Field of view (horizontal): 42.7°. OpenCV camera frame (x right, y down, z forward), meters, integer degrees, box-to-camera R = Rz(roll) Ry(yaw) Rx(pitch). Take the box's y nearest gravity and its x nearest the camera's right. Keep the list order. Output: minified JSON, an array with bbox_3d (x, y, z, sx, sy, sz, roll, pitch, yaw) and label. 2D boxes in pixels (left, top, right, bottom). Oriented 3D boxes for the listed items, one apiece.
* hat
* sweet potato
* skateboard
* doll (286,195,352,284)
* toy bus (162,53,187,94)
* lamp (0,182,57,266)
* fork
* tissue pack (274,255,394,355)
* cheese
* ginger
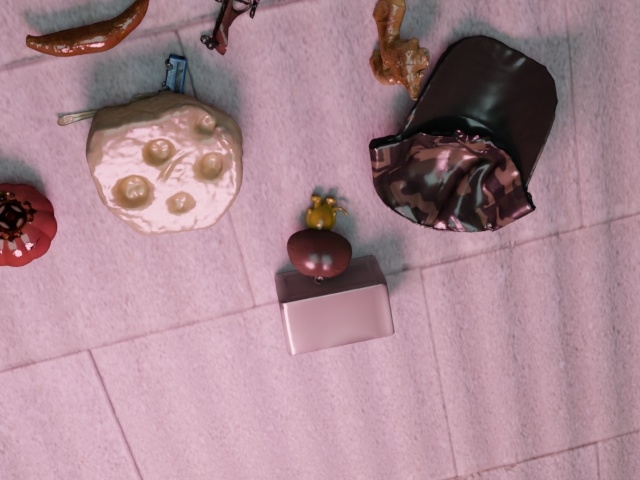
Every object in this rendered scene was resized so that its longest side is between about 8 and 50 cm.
[{"bbox_3d":[0.314,-0.223,1.762,0.366,0.257,0.381,27,73,-3],"label":"hat"},{"bbox_3d":[-0.440,-0.403,1.592,0.256,0.058,0.078,-21,96,-3],"label":"sweet potato"},{"bbox_3d":[-0.175,-0.440,1.615,0.080,0.067,0.151,15,108,-25],"label":"skateboard"},{"bbox_3d":[0.009,0.000,1.816,0.145,0.096,0.188,28,78,-11],"label":"doll"},{"bbox_3d":[-0.295,-0.332,1.655,0.046,0.038,0.083,6,114,-15],"label":"toy bus"},{"bbox_3d":[-0.636,-0.029,1.687,0.182,0.140,0.181,4,69,-11],"label":"lamp"},{"bbox_3d":[-0.431,-0.268,1.670,0.220,0.028,0.034,-14,120,-2],"label":"fork"},{"bbox_3d":[0.028,0.143,1.862,0.246,0.159,0.135,-11,114,-2],"label":"tissue pack"},{"bbox_3d":[-0.318,-0.160,1.672,0.326,0.115,0.318,33,112,-30],"label":"cheese"},{"bbox_3d":[0.163,-0.400,1.657,0.059,0.133,0.214,-16,117,-48],"label":"ginger"}]
